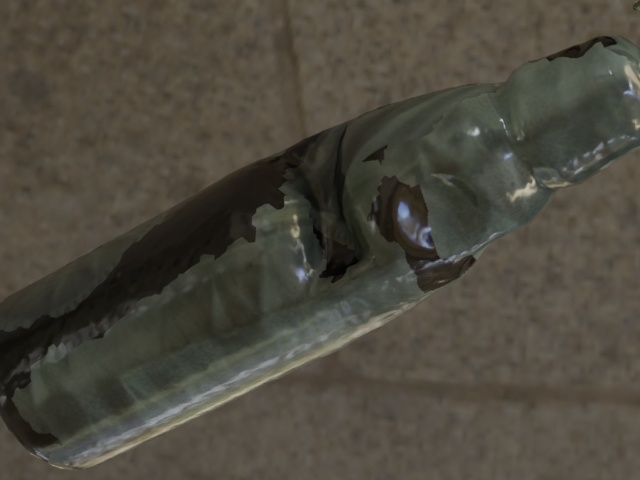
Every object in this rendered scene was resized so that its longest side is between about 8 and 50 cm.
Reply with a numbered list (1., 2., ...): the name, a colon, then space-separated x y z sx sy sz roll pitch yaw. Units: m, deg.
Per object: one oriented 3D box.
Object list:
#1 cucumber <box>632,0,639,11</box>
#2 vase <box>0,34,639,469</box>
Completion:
1. cucumber: 0.167 -0.118 0.693 0.062 0.116 0.115 28 103 10
2. vase: 0.000 0.000 0.520 0.211 0.060 0.060 -28 127 24
